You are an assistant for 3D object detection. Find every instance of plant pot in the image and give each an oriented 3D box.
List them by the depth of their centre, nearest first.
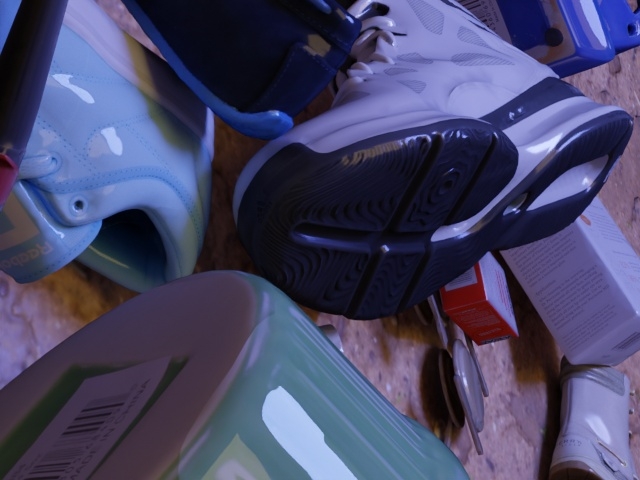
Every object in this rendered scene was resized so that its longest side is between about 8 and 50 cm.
[{"bbox_3d":[0.199,-0.264,1.389,0.212,0.236,0.236,-37,107,-50],"label":"plant pot"}]

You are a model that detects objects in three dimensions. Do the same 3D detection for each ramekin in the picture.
[{"bbox_3d":[-0.089,0.152,0.663,0.148,0.303,0.303,53,36,-19],"label":"ramekin"}]

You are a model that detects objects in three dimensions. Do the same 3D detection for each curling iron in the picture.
[{"bbox_3d":[-0.181,-0.039,0.702,0.068,0.035,0.274,24,96,-39],"label":"curling iron"}]

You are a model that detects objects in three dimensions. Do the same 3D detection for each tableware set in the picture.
[{"bbox_3d":[0.105,0.087,1.246,0.128,0.039,0.194,-65,137,-68],"label":"tableware set"}]

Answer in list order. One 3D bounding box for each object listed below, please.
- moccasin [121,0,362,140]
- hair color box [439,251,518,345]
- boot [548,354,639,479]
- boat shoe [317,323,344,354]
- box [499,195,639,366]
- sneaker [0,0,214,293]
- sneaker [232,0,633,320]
[{"bbox_3d":[-0.100,-0.218,0.884,0.342,0.117,0.138,50,9,8],"label":"moccasin"},{"bbox_3d":[0.141,0.045,1.250,0.141,0.043,0.072,41,35,-64],"label":"hair color box"},{"bbox_3d":[0.317,0.234,1.482,0.213,0.077,0.165,45,39,-34],"label":"boot"},{"bbox_3d":[-0.023,0.177,0.983,0.079,0.084,0.233,0,80,-19],"label":"boat shoe"},{"bbox_3d":[0.276,0.037,1.442,0.130,0.091,0.170,11,44,-56],"label":"box"},{"bbox_3d":[-0.175,-0.061,0.775,0.366,0.135,0.150,25,52,-50],"label":"sneaker"},{"bbox_3d":[0.034,-0.094,1.060,0.257,0.169,0.447,41,30,24],"label":"sneaker"}]
